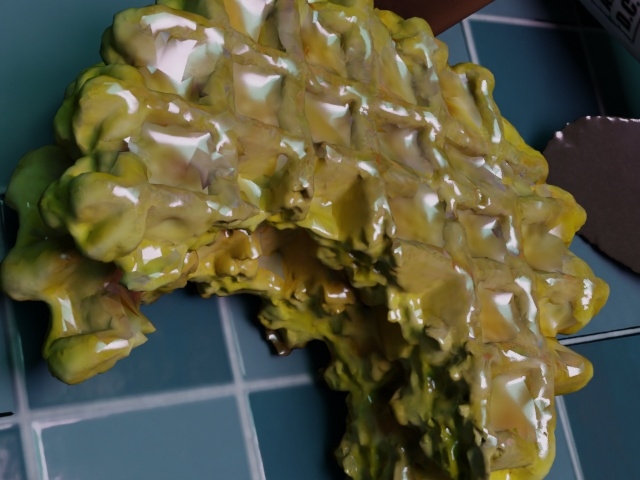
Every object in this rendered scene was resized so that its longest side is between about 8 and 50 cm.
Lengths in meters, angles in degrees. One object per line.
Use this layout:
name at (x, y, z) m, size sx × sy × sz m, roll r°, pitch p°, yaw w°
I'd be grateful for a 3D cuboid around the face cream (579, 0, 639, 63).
face cream at (0.243, -0.228, 0.821) m, size 0.145 × 0.145 × 0.369 m, roll -12°, pitch 54°, yaw -37°

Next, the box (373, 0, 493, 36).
box at (0.094, -0.279, 0.649) m, size 0.239 × 0.339 × 0.229 m, roll -44°, pitch 103°, yaw -37°

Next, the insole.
insole at (0.314, -0.005, 0.812) m, size 0.328 × 0.111 × 0.007 m, roll 19°, pitch 18°, yaw -2°

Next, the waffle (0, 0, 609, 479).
waffle at (0.000, 0.000, 0.600) m, size 0.324 × 0.151 × 0.261 m, roll 34°, pitch 52°, yaw -24°
